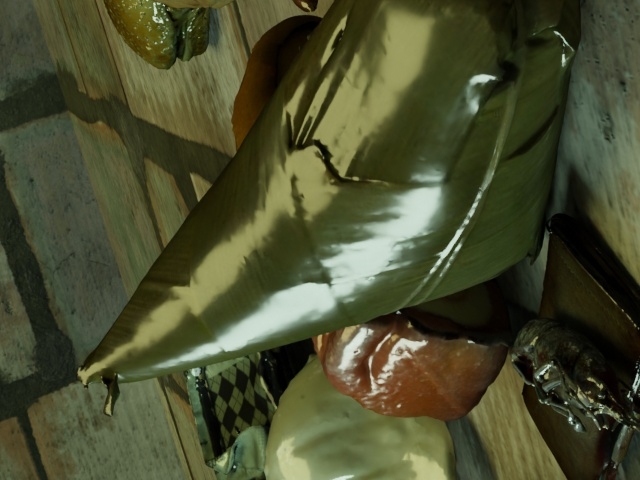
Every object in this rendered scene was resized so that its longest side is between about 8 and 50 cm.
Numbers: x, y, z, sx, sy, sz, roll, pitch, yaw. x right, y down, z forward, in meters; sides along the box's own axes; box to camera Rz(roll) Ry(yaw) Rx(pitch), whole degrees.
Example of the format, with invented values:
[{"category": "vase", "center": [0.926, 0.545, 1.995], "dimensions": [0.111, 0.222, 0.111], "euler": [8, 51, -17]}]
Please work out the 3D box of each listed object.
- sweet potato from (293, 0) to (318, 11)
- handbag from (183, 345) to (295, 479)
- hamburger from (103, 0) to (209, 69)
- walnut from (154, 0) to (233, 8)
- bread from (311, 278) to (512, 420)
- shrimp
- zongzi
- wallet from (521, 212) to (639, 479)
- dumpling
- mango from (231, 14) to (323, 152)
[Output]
[{"category": "sweet potato", "center": [-0.052, -0.332, 1.437], "dimensions": [0.255, 0.058, 0.078], "euler": [66, -169, 5]}, {"category": "handbag", "center": [-0.088, 0.215, 2.040], "dimensions": [0.317, 0.180, 0.416], "euler": [131, 120, -71]}, {"category": "hamburger", "center": [-0.221, -0.319, 1.929], "dimensions": [0.189, 0.122, 0.215], "euler": [62, 165, 20]}, {"category": "walnut", "center": [-0.156, -0.355, 1.529], "dimensions": [0.245, 0.198, 0.198], "euler": [66, 166, -13]}, {"category": "bread", "center": [0.070, 0.045, 1.287], "dimensions": [0.123, 0.190, 0.244], "euler": [-55, 26, 32]}, {"category": "shrimp", "center": [0.191, 0.107, 1.080], "dimensions": [0.165, 0.057, 0.065], "euler": [-126, 38, -53]}, {"category": "zongzi", "center": [0.004, -0.072, 0.971], "dimensions": [0.181, 0.418, 0.447], "euler": [58, 166, 27]}, {"category": "wallet", "center": [0.208, 0.104, 1.162], "dimensions": [0.255, 0.031, 0.137], "euler": [90, 155, -52]}, {"category": "dumpling", "center": [0.052, 0.239, 1.565], "dimensions": [0.243, 0.187, 0.318], "euler": [17, 110, 61]}, {"category": "mango", "center": [-0.008, -0.106, 1.428], "dimensions": [0.136, 0.166, 0.236], "euler": [-22, 62, 34]}]
